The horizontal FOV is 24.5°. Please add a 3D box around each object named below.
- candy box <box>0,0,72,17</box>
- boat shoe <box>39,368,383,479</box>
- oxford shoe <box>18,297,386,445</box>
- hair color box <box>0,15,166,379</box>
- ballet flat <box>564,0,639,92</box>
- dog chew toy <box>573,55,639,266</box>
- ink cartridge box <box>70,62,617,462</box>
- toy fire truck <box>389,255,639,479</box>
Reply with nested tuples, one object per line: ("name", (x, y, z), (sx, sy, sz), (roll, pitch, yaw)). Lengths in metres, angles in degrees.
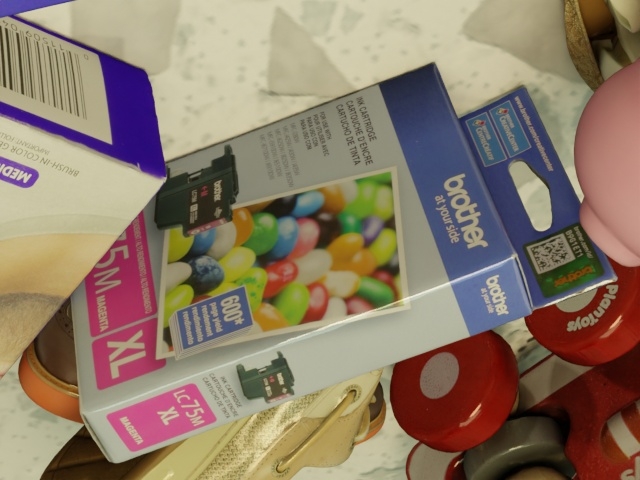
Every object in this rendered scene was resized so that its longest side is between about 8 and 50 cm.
("candy box", (-0.069, -0.259, 0.653), (0.317, 0.122, 0.268), (-13, 137, -3))
("boat shoe", (-0.025, 0.093, 0.958), (0.341, 0.122, 0.110), (-40, 119, -10))
("oxford shoe", (-0.066, 0.086, 1.029), (0.271, 0.097, 0.098), (10, 125, -24))
("hair color box", (-0.264, 0.012, 0.889), (0.185, 0.110, 0.339), (21, 128, -33))
("ballet flat", (0.182, -0.134, 0.886), (0.073, 0.067, 0.206), (-25, 136, 9))
("dog chew toy", (0.270, -0.110, 0.786), (0.207, 0.206, 0.332), (28, 116, -35))
("ink cartridge box", (0.000, 0.000, 0.888), (0.311, 0.185, 0.065), (-18, 134, 3))
("toy fire truck", (0.198, 0.157, 1.051), (0.302, 0.254, 0.169), (-37, 132, 22))
